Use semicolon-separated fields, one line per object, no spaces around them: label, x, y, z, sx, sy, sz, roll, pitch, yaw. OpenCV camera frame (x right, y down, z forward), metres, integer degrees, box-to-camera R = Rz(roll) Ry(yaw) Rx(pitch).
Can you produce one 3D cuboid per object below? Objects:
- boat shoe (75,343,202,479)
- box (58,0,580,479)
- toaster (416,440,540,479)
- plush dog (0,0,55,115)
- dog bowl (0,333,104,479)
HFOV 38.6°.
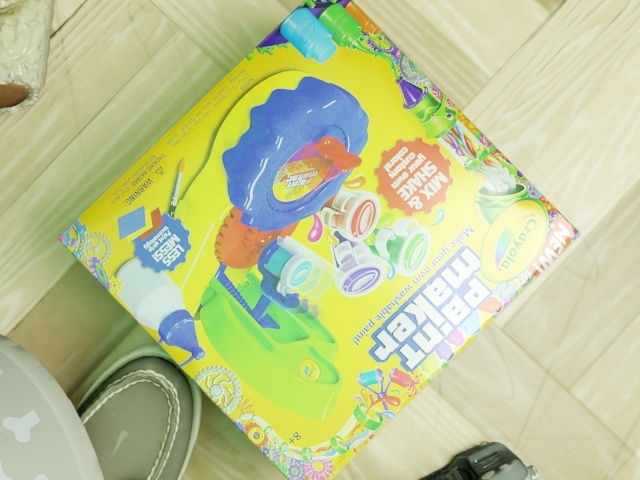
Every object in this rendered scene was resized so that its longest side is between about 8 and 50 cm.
boat shoe;-0.196;0.223;0.761;0.109;0.091;0.305;33;107;0
box;0.000;0.000;0.770;0.290;0.177;0.279;-45;88;-1
toaster;0.099;0.282;0.777;0.226;0.129;0.147;-24;89;-2
plush dog;-0.347;-0.263;0.790;0.225;0.262;0.211;6;53;-8
dog bowl;-0.319;0.244;0.718;0.348;0.102;0.349;-1;89;33
